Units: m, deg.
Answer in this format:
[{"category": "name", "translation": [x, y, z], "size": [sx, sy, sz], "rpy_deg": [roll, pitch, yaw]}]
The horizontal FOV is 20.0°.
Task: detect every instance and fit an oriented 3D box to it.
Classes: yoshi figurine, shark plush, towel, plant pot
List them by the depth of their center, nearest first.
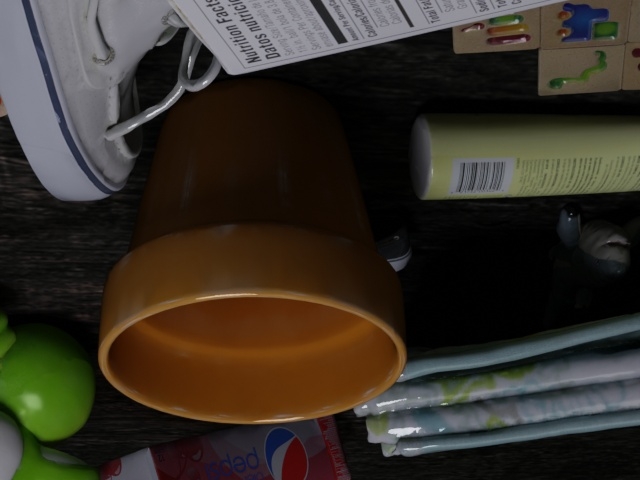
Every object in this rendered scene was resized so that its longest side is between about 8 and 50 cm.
[{"category": "plant pot", "translation": [-0.046, 0.001, 1.247], "size": [0.205, 0.188, 0.205], "rpy_deg": [-1, 151, -1]}, {"category": "shark plush", "translation": [0.199, 0.030, 1.437], "size": [0.073, 0.067, 0.161], "rpy_deg": [13, 149, -23]}, {"category": "towel", "translation": [0.214, 0.106, 1.451], "size": [0.374, 0.090, 0.320], "rpy_deg": [-8, 175, 1]}, {"category": "yoshi figurine", "translation": [-0.339, 0.112, 1.519], "size": [0.362, 0.203, 0.203], "rpy_deg": [26, 103, -18]}]

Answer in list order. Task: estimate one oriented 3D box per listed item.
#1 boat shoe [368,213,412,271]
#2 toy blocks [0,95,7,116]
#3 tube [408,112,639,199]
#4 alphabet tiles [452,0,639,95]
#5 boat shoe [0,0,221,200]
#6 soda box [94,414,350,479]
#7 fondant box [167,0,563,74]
[{"category": "boat shoe", "translation": [0.000, 0.000, 1.405], "size": [0.142, 0.049, 0.040], "rpy_deg": [-2, 133, -1]}, {"category": "toy blocks", "translation": [-0.251, -0.068, 1.153], "size": [0.123, 0.148, 0.054], "rpy_deg": [-9, 151, 15]}, {"category": "tube", "translation": [0.184, -0.061, 1.288], "size": [0.240, 0.062, 0.070], "rpy_deg": [-1, -164, -10]}, {"category": "alphabet tiles", "translation": [0.250, -0.177, 1.117], "size": [0.342, 0.011, 0.285], "rpy_deg": [-3, 151, 4]}, {"category": "boat shoe", "translation": [-0.111, -0.155, 1.036], "size": [0.156, 0.136, 0.367], "rpy_deg": [-6, 142, 2]}, {"category": "soda box", "translation": [-0.088, 0.217, 1.655], "size": [0.092, 0.083, 0.263], "rpy_deg": [-25, 168, 36]}, {"category": "fondant box", "translation": [0.092, -0.225, 0.780], "size": [0.330, 0.238, 0.096], "rpy_deg": [-10, 152, 17]}]
